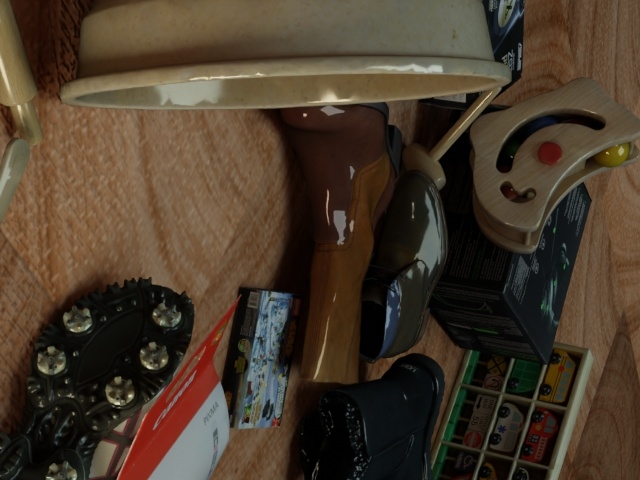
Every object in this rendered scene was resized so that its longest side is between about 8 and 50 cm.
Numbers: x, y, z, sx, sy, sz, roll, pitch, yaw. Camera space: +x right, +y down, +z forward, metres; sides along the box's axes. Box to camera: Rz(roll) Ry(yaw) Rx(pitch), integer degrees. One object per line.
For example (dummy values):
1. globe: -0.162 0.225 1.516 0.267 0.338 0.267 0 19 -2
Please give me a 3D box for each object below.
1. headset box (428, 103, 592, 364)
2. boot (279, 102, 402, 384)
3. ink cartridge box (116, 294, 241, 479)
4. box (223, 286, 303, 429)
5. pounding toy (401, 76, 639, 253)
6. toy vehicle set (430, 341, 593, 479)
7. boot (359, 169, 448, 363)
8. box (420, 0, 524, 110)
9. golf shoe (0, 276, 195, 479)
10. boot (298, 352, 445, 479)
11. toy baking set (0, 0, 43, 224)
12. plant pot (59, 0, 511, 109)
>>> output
1. headset box: 0.238 -0.002 1.984 0.283 0.131 0.246 48 55 -59
2. boot: 0.000 0.000 1.538 0.264 0.096 0.280 45 55 -75
3. ink cartridge box: -0.119 0.183 1.260 0.232 0.066 0.189 -58 178 35
4. box: -0.058 0.116 1.527 0.094 0.027 0.137 13 87 -65
5. pounding toy: 0.242 -0.091 1.770 0.155 0.269 0.154 78 -12 -66
6. toy vehicle set: 0.245 0.251 2.056 0.267 0.166 0.035 -69 153 -22
7. boot: 0.087 0.035 1.740 0.106 0.082 0.219 -29 127 -62
8. box: 0.180 -0.260 1.827 0.147 0.077 0.180 -38 133 -56
9. golf shoe: -0.190 0.147 1.211 0.273 0.105 0.120 -58 166 -32
10. boot: 0.046 0.256 1.729 0.207 0.094 0.246 -19 124 -55
11. toy baking set: -0.257 -0.072 1.043 0.197 0.030 0.256 -55 145 -37
12. plant pot: -0.032 -0.260 1.150 0.334 0.334 0.305 -7 94 -64
